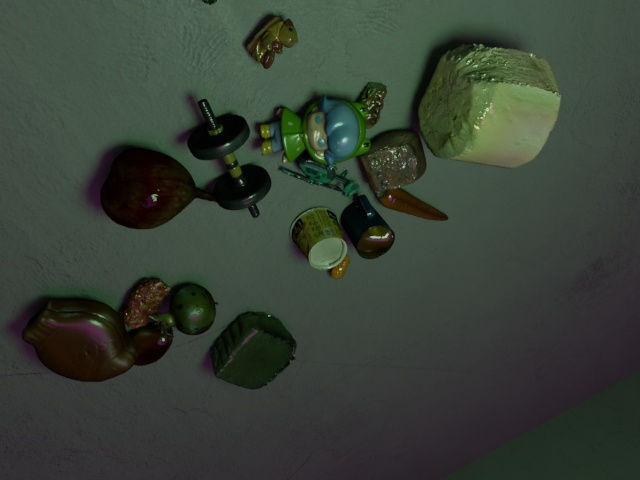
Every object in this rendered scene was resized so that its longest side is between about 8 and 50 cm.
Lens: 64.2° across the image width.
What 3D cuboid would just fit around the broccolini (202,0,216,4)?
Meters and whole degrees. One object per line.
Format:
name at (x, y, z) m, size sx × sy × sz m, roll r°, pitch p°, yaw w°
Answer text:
broccolini at (-0.162, -0.541, 0.988) m, size 0.201 × 0.074 × 0.058 m, roll -39°, pitch 114°, yaw 5°

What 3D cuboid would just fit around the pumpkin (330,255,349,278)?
pumpkin at (0.058, 0.077, 1.571) m, size 0.050 × 0.028 × 0.083 m, roll 23°, pitch 105°, yaw -33°

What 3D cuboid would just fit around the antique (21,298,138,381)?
antique at (-0.616, 0.255, 1.331) m, size 0.278 × 0.129 × 0.223 m, roll 35°, pitch 111°, yaw -29°

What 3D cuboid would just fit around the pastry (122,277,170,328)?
pastry at (-0.479, 0.161, 1.383) m, size 0.087 × 0.063 × 0.169 m, roll 25°, pitch 107°, yaw -45°

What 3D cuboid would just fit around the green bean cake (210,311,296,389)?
green bean cake at (-0.204, 0.346, 1.599) m, size 0.227 × 0.125 × 0.222 m, roll -46°, pitch 127°, yaw 11°

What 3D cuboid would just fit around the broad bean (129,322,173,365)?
broad bean at (-0.497, 0.299, 1.460) m, size 0.165 × 0.084 × 0.114 m, roll -42°, pitch 104°, yaw 16°

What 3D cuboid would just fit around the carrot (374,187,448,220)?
carrot at (0.276, -0.100, 1.514) m, size 0.335 × 0.069 × 0.069 m, roll 18°, pitch 116°, yaw -38°

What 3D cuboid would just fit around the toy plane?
toy plane at (0.013, -0.176, 1.342) m, size 0.234 × 0.060 × 0.096 m, roll 18°, pitch 124°, yaw -29°

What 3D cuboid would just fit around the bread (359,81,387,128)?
bread at (0.125, -0.333, 1.273) m, size 0.066 × 0.060 × 0.111 m, roll -25°, pitch 140°, yaw -45°

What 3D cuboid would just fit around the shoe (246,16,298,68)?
shoe at (-0.101, -0.425, 1.098) m, size 0.109 × 0.072 × 0.069 m, roll -35°, pitch 93°, yaw -1°

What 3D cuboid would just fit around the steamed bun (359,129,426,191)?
steamed bun at (0.197, -0.213, 1.362) m, size 0.175 × 0.106 × 0.145 m, roll -24°, pitch 131°, yaw -2°

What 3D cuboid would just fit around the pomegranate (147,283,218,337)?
pomegranate at (-0.365, 0.204, 1.397) m, size 0.169 × 0.148 × 0.149 m, roll -41°, pitch 134°, yaw -19°

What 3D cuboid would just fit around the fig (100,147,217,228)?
fig at (-0.362, -0.129, 1.186) m, size 0.290 × 0.190 × 0.191 m, roll -33°, pitch 149°, yaw -56°

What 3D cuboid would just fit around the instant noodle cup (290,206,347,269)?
instant noodle cup at (0.000, 0.000, 1.426) m, size 0.151 × 0.122 × 0.152 m, roll -11°, pitch 129°, yaw -13°

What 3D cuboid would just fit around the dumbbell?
dumbbell at (-0.207, -0.180, 1.185) m, size 0.143 × 0.143 × 0.326 m, roll -25°, pitch 131°, yaw -5°

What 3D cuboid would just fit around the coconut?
coconut at (0.427, -0.327, 1.252) m, size 0.309 × 0.298 × 0.298 m, roll -1°, pitch 125°, yaw -22°

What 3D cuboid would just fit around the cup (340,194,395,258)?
cup at (0.136, -0.047, 1.438) m, size 0.113 × 0.138 × 0.150 m, roll 8°, pitch 121°, yaw -29°

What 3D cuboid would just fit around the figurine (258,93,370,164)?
figurine at (-0.014, -0.258, 1.219) m, size 0.263 × 0.143 × 0.163 m, roll -6°, pitch 93°, yaw 2°
